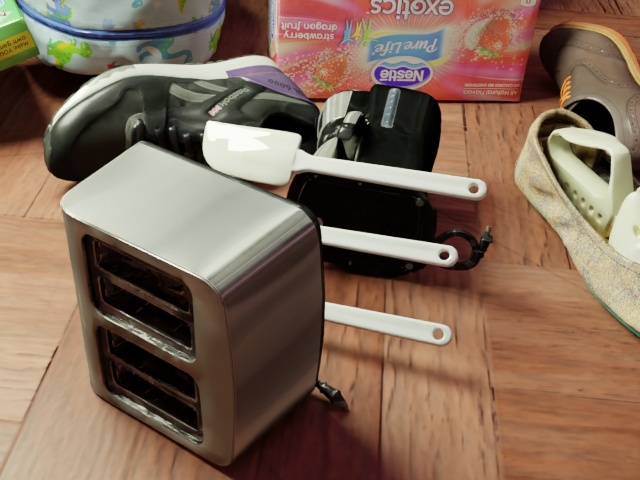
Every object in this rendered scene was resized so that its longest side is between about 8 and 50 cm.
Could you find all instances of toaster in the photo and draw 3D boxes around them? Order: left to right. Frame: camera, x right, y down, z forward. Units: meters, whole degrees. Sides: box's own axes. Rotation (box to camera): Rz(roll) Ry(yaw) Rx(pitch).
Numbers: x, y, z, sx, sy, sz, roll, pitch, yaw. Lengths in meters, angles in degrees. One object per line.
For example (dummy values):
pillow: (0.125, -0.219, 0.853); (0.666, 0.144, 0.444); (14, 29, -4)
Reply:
toaster: (-0.082, 0.045, 0.653); (0.185, 0.168, 0.110); (23, 41, 27)

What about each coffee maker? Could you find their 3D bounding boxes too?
coffee maker: (0.064, -0.052, 0.873); (0.171, 0.120, 0.178); (29, 36, -7)

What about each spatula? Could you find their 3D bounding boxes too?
spatula: (0.000, 0.000, 0.758); (0.242, 0.019, 0.168); (11, 74, 13)

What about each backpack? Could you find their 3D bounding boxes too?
backpack: (-0.240, -0.320, 1.124); (0.290, 0.273, 0.355); (3, 47, -13)

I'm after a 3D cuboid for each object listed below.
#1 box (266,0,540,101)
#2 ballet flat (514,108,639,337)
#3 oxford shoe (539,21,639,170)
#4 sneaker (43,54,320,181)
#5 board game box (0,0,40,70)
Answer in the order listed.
box: (0.089, -0.261, 1.126); (0.300, 0.154, 0.142); (0, 35, -8)
ballet flat: (0.263, -0.021, 0.835); (0.107, 0.106, 0.316); (-9, 37, -19)
oxford shoe: (0.304, -0.170, 1.069); (0.098, 0.097, 0.271); (-12, 37, -13)
sneaker: (-0.121, -0.107, 0.927); (0.283, 0.107, 0.124); (-21, 48, -32)
board game box: (-0.460, -0.186, 0.968); (0.317, 0.046, 0.213); (-25, 42, -10)
